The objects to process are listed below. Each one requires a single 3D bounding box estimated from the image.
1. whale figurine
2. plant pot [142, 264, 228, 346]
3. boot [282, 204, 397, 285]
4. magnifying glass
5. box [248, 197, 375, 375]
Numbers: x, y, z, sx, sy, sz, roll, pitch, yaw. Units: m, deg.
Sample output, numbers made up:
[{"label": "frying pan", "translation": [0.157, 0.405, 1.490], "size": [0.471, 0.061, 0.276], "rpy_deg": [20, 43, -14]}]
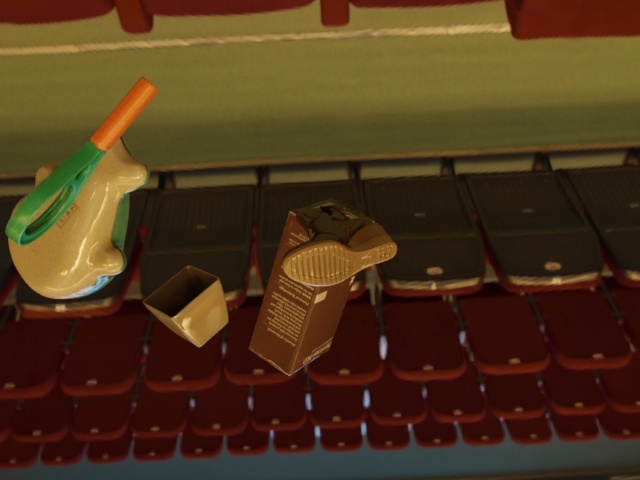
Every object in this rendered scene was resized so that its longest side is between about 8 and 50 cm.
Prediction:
[{"label": "whale figurine", "translation": [-0.342, -0.036, 1.003], "size": [0.272, 0.216, 0.141], "rpy_deg": [-49, 160, 18]}, {"label": "plant pot", "translation": [-0.227, 0.123, 1.187], "size": [0.109, 0.109, 0.096], "rpy_deg": [16, 138, 47]}, {"label": "boot", "translation": [0.000, 0.000, 1.287], "size": [0.248, 0.207, 0.090], "rpy_deg": [-9, 118, -30]}, {"label": "magnifying glass", "translation": [-0.264, -0.087, 0.744], "size": [0.026, 0.231, 0.092], "rpy_deg": [42, 179, -3]}, {"label": "box", "translation": [-0.024, 0.108, 1.586], "size": [0.191, 0.143, 0.381], "rpy_deg": [-23, 137, -55]}]
